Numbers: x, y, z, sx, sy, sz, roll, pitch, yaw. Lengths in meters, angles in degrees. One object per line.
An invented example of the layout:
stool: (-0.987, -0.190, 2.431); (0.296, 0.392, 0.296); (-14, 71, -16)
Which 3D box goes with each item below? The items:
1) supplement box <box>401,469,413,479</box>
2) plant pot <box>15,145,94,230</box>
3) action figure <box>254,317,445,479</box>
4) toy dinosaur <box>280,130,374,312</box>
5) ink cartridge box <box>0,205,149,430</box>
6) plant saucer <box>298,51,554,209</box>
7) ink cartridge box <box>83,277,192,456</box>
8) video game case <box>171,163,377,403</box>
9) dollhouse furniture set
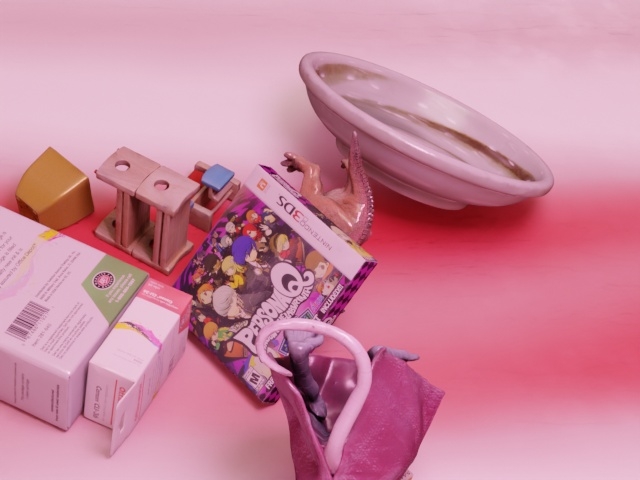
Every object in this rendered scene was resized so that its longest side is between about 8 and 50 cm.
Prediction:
supplement box: (0.063, 0.279, 1.899); (0.036, 0.062, 0.098); (-28, 57, -33)
plant pot: (-0.370, -0.061, 2.131); (0.081, 0.081, 0.083); (37, 63, 23)
action figure: (0.030, 0.292, 1.735); (0.248, 0.276, 0.370); (7, 78, 8)
toy dinosaur: (0.000, 0.000, 2.049); (0.127, 0.295, 0.200); (18, 38, -39)
ink cartridge box: (-0.387, 0.084, 1.959); (0.278, 0.117, 0.201); (23, 47, 11)
plant saucer: (0.136, -0.137, 2.223); (0.400, 0.100, 0.400); (24, 17, -8)
ink cartridge box: (-0.234, 0.156, 1.920); (0.067, 0.115, 0.198); (23, 46, 9)
video game case: (-0.069, 0.055, 1.992); (0.210, 0.232, 0.042); (43, 14, 27)
dollhouse furniture set: (-0.209, -0.076, 2.137); (0.129, 0.129, 0.183); (27, 49, 15)
